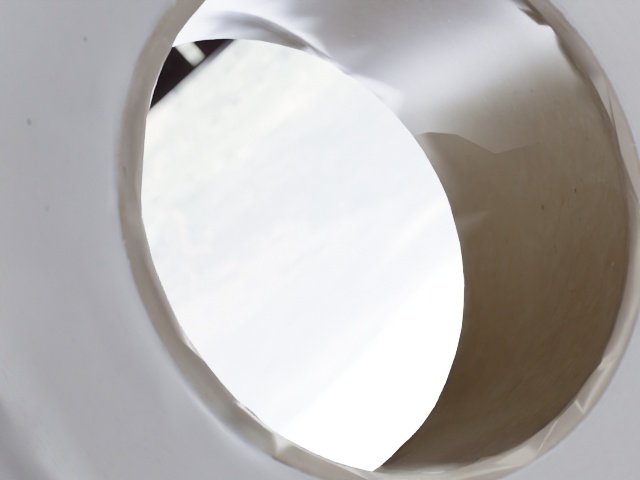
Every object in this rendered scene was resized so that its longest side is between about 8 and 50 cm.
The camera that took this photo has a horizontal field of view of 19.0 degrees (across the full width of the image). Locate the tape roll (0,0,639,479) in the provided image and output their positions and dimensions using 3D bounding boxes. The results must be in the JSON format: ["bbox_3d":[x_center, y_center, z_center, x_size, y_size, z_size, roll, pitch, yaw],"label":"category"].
[{"bbox_3d":[0.000,0.000,0.518,0.286,0.286,0.100,-41,-172,-27],"label":"tape roll"}]
